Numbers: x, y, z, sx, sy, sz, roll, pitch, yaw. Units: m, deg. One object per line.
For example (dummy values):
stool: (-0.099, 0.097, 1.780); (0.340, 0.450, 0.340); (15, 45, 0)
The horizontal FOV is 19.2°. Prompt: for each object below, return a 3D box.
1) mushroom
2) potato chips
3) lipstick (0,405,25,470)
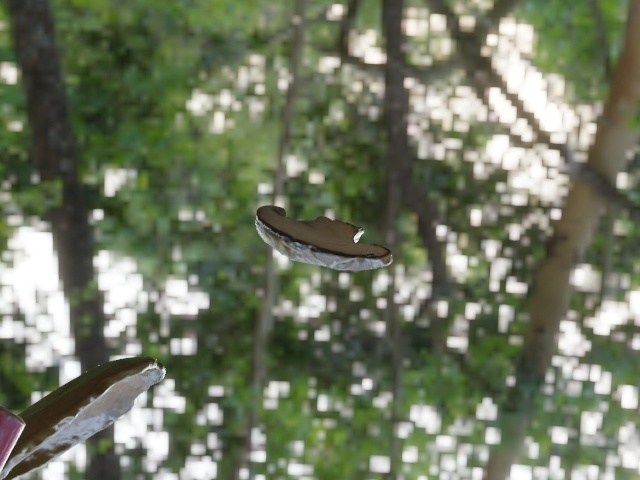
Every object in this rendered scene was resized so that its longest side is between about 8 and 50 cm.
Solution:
mushroom: (0.000, 0.000, 1.238); (0.101, 0.019, 0.049); (20, -147, 27)
potato chips: (-0.227, 0.155, 1.658); (0.201, 0.049, 0.150); (-31, 175, -9)
lipstick: (-0.210, 0.181, 0.961); (0.053, 0.053, 0.234); (9, -125, 24)
